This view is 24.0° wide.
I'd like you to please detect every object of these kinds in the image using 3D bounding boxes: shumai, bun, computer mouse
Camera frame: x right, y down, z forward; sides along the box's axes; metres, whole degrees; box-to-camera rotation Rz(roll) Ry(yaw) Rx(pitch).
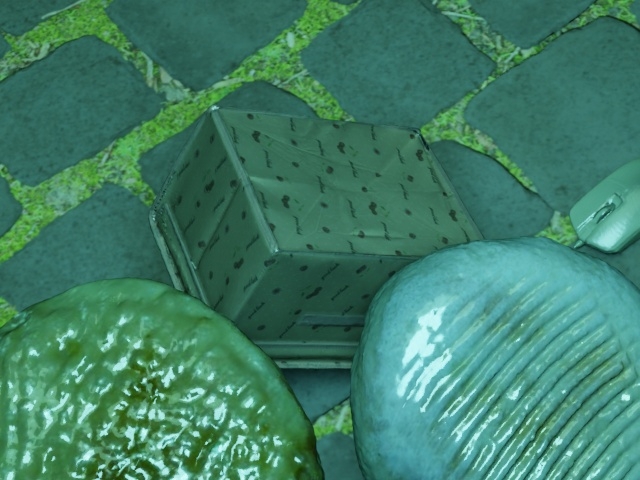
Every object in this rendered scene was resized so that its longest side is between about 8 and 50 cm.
[{"bbox_3d":[-0.172,0.255,1.530,0.397,0.323,0.324,39,73,16],"label":"shumai"},{"bbox_3d":[0.194,0.171,1.564,0.362,0.211,0.361,2,84,-14],"label":"bun"},{"bbox_3d":[0.373,-0.049,1.813,0.182,0.056,0.089,-33,53,-12],"label":"computer mouse"}]

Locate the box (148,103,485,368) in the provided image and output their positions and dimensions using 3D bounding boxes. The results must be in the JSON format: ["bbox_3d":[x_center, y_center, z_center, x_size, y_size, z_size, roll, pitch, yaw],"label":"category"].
[{"bbox_3d":[0.000,0.000,1.677,0.297,0.190,0.225,4,45,-35],"label":"box"}]
